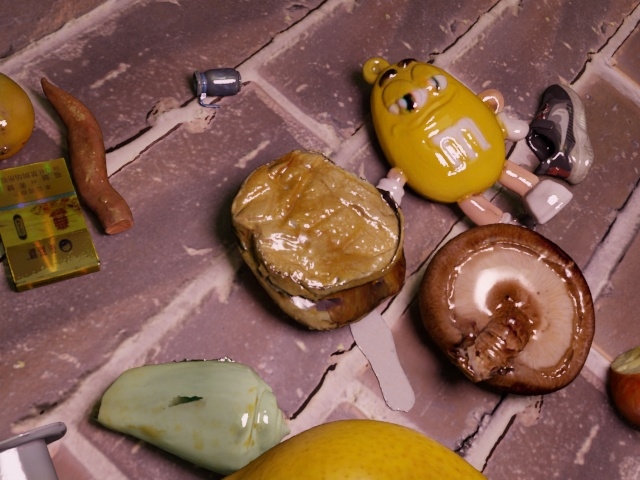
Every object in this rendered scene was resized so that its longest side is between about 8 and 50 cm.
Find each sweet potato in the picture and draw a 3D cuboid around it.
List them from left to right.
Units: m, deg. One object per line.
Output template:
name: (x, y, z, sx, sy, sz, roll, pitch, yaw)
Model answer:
sweet potato: (-0.370, -0.137, 1.112, 0.067, 0.059, 0.281, -17, 70, -23)

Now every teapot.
teapot: (-0.186, -0.276, 1.259, 0.083, 0.064, 0.049, -8, 35, -19)

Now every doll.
doll: (0.237, -0.130, 1.260, 0.423, 0.161, 0.348, 18, 76, 1)

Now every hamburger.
hamburger: (0.001, -0.002, 1.124, 0.265, 0.134, 0.285, -30, 70, -21)

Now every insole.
insole: (0.098, 0.182, 1.130, 0.065, 0.004, 0.197, -16, 70, -25)

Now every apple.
apple: (0.583, 0.239, 1.162, 0.195, 0.173, 0.160, -26, 71, -24)

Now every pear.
pear: (0.034, 0.391, 0.804, 0.418, 0.362, 0.362, -4, 62, 10)

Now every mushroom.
mushroom: (0.295, 0.117, 1.125, 0.297, 0.163, 0.278, 43, 70, 1)

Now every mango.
mango: (-0.558, -0.205, 1.054, 0.251, 0.114, 0.156, 19, 66, -9)

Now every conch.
conch: (-0.163, 0.228, 0.971, 0.250, 0.137, 0.143, 20, 85, 15)

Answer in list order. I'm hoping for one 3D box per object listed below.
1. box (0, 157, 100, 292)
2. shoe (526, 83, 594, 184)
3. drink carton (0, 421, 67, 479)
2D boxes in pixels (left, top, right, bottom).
box: (-0.420, -0.027, 1.057, 0.121, 0.030, 0.193, -17, 69, -24)
shoe: (0.468, -0.217, 1.412, 0.112, 0.099, 0.228, -3, 65, -11)
drink carton: (-0.359, 0.329, 0.805, 0.191, 0.185, 0.190, -18, 73, -28)
